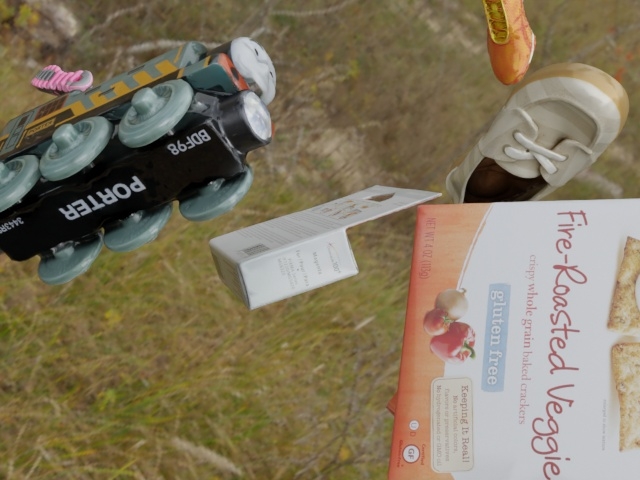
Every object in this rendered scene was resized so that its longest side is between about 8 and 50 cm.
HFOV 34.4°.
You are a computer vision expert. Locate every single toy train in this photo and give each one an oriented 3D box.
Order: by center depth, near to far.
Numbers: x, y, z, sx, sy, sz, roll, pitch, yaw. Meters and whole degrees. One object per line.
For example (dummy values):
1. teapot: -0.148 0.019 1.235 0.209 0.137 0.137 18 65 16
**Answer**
1. toy train: -0.189 -0.087 0.985 0.142 0.334 0.190 52 28 -33

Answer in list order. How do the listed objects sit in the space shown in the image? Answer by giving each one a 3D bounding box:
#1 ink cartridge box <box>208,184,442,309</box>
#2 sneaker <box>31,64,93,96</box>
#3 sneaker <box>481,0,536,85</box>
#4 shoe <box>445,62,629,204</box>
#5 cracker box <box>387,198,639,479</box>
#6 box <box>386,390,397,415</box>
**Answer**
1. ink cartridge box: 0.000 0.000 1.230 0.239 0.275 0.060 -17 98 -10
2. sneaker: -0.362 -0.214 1.474 0.047 0.119 0.057 -55 141 -26
3. sneaker: 0.207 -0.267 1.192 0.067 0.064 0.175 -5 92 -45
4. shoe: 0.144 -0.053 0.723 0.077 0.219 0.058 26 68 -5
5. cracker box: 0.159 0.060 0.526 0.067 0.232 0.155 48 45 -59
6. box: 0.290 0.261 1.984 0.300 0.154 0.142 -33 73 -32
